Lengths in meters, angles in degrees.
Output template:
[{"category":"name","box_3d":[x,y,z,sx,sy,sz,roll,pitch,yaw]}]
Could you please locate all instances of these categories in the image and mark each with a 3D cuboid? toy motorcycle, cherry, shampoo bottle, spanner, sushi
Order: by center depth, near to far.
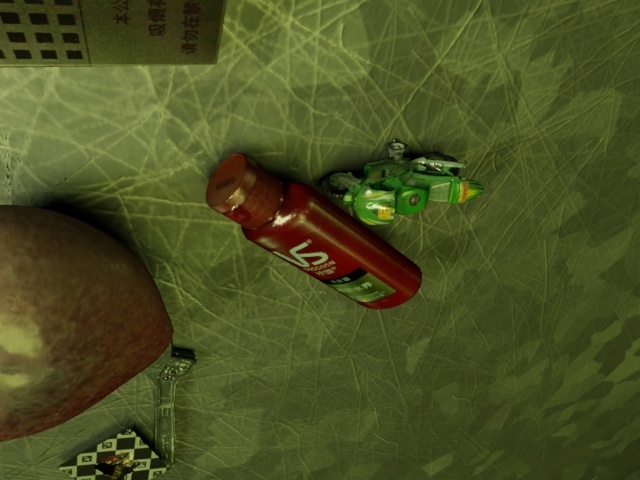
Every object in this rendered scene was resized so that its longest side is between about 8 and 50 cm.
[{"category":"cherry","box_3d":[-0.283,0.074,0.515,0.239,0.206,0.239,-48,158,-27]},{"category":"toy motorcycle","box_3d":[0.099,-0.069,0.641,0.190,0.106,0.074,-13,129,-15]},{"category":"shampoo bottle","box_3d":[0.000,0.001,0.651,0.118,0.076,0.314,-11,147,41]},{"category":"spanner","box_3d":[-0.236,0.250,0.768,0.093,0.026,0.326,-4,126,-22]},{"category":"sushi","box_3d":[-0.316,0.341,0.796,0.120,0.026,0.126,-26,126,-3]}]

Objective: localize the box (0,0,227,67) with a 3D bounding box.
[{"category":"box","box_3d":[-0.230,-0.199,0.372,0.324,0.047,0.180,-9,161,-21]}]
